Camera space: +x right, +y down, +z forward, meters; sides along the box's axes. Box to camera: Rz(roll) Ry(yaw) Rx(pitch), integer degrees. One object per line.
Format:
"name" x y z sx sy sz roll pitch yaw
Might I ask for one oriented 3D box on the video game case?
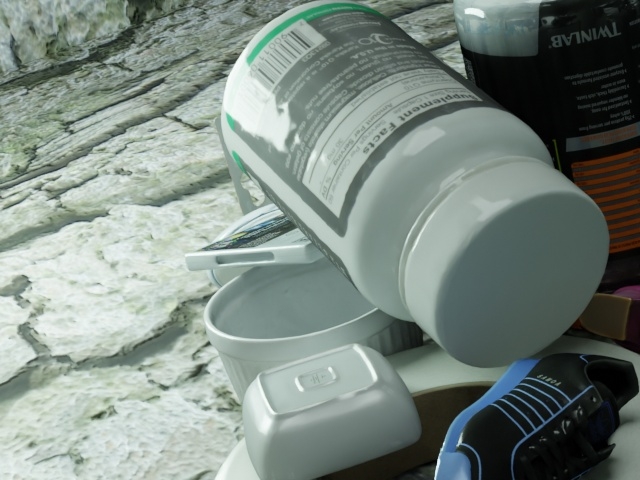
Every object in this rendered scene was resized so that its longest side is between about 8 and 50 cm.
"video game case" -0.013 -0.009 1.629 0.173 0.022 0.190 -4 14 43

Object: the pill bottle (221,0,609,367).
"pill bottle" 0.077 -0.055 1.420 0.204 0.204 0.361 -23 41 -20

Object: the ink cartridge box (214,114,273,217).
"ink cartridge box" -0.025 -0.113 1.955 0.225 0.181 0.056 -27 24 -25

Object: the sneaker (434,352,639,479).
"sneaker" 0.157 0.142 1.148 0.090 0.081 0.232 -10 20 30

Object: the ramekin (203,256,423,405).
"ramekin" 0.001 0.093 1.526 0.207 0.109 0.207 -13 21 5

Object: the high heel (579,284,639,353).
"high heel" 0.350 0.092 1.388 0.244 0.082 0.117 10 2 37

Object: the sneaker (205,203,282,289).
"sneaker" 0.000 0.000 1.776 0.258 0.094 0.091 -17 17 -9

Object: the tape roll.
"tape roll" 0.106 0.193 1.267 0.392 0.072 0.392 -13 21 5

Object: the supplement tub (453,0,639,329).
"supplement tub" 0.256 -0.100 1.522 0.207 0.338 0.207 -12 22 5

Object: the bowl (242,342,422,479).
"bowl" 0.003 0.133 1.312 0.142 0.053 0.142 -17 19 -5
